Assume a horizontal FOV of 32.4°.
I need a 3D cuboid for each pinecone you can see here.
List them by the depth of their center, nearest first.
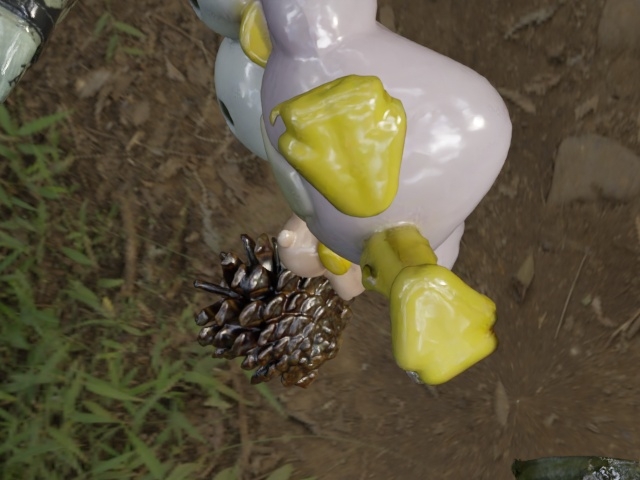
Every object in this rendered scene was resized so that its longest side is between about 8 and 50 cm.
[{"bbox_3d":[-0.067,0.090,1.496,0.201,0.229,0.202,11,57,24],"label":"pinecone"}]

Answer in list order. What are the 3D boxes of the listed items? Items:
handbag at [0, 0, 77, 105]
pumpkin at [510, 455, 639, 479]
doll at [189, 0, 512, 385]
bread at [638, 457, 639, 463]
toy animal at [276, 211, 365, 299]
[{"bbox_3d":[-0.393,-0.136,0.757,0.317,0.180,0.416,40,64,-20],"label":"handbag"},{"bbox_3d":[0.304,0.296,0.998,0.312,0.169,0.148,5,61,28],"label":"pumpkin"},{"bbox_3d":[0.001,-0.075,0.514,0.094,0.365,0.160,-28,117,-3],"label":"doll"},{"bbox_3d":[0.579,0.276,1.442,0.263,0.236,0.198,13,79,3],"label":"bread"},{"bbox_3d":[0.000,0.000,0.987,0.082,0.114,0.091,-6,65,15],"label":"toy animal"}]
